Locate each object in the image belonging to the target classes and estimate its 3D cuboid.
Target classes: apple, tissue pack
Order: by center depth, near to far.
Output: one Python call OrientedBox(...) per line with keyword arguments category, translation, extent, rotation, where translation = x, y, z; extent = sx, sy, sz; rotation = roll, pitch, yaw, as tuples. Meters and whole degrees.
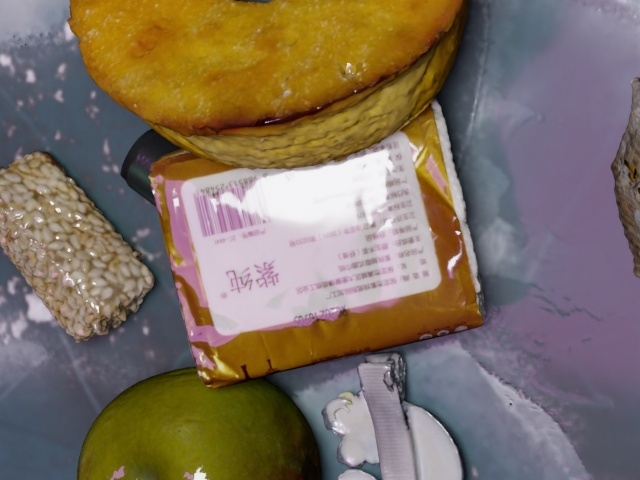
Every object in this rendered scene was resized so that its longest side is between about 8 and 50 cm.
OrientedBox(category="tissue pack", translation=(0.000, 0.000, 1.280), extent=(0.226, 0.092, 0.183), rotation=(-13, 97, 3))
OrientedBox(category="apple", translation=(-0.100, 0.194, 1.349), extent=(0.196, 0.157, 0.196), rotation=(0, 91, 27))

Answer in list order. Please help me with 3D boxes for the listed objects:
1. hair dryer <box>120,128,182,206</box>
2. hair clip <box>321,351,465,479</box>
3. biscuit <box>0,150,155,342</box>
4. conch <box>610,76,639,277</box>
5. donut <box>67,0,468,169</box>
OrientedBox(category="hair dryer", translation=(-0.071, -0.101, 1.353), extent=(0.100, 0.057, 0.198), rotation=(37, 102, 13))
OrientedBox(category="hair clip", translation=(0.057, 0.174, 1.339), extent=(0.116, 0.049, 0.172), rotation=(-4, 100, 27))
OrientedBox(category="biscuit", translation=(-0.215, 0.004, 1.409), extent=(0.168, 0.082, 0.070), rotation=(49, 138, 8))
OrientedBox(category="conch", translation=(0.285, -0.035, 1.183), extent=(0.178, 0.163, 0.245), rotation=(49, 136, 43))
OrientedBox(category="donut", translation=(-0.026, -0.173, 1.230), extent=(0.303, 0.110, 0.303), rotation=(-8, 58, 14))
